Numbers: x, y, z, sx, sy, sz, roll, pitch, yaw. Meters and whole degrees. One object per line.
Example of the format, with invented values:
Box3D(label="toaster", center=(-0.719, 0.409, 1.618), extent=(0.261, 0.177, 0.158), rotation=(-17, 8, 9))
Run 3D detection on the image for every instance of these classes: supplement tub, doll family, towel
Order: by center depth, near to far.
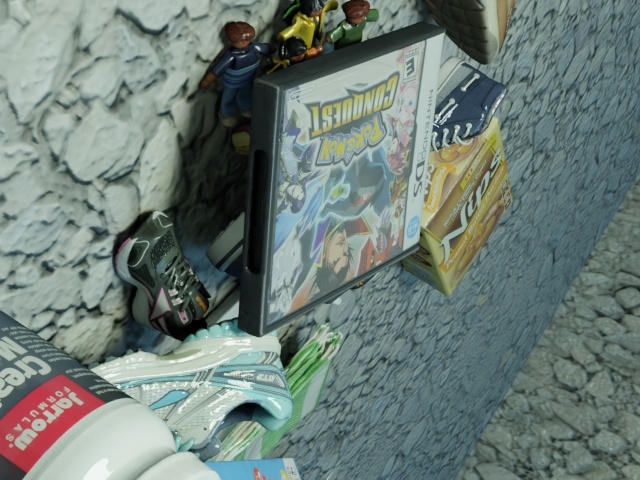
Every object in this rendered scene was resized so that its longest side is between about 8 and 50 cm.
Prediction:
Box3D(label="supplement tub", center=(-0.227, 0.166, 1.030), extent=(0.191, 0.272, 0.191), rotation=(-50, 159, -27))
Box3D(label="doll family", center=(-0.028, -0.177, 1.336), extent=(0.193, 0.076, 0.111), rotation=(-43, 160, -32))
Box3D(label="towel", center=(-0.090, 0.272, 1.848), extent=(0.325, 0.038, 0.248), rotation=(-49, 169, -28))

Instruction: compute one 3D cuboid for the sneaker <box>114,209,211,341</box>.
Box3D(label="sneaker", center=(-0.139, 0.039, 1.368), extent=(0.072, 0.077, 0.178), rotation=(-52, 160, -22))

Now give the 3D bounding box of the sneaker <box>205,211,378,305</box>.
Box3D(label="sneaker", center=(0.000, 0.000, 1.526), extent=(0.126, 0.127, 0.321), rotation=(-43, 172, 25))

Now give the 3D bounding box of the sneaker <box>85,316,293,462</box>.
Box3D(label="sneaker", center=(-0.151, 0.164, 1.325), extent=(0.283, 0.122, 0.110), rotation=(-19, 165, -21))

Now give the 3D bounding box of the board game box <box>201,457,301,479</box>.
Box3D(label="board game box", center=(-0.192, 0.298, 1.349), extent=(0.302, 0.086, 0.308), rotation=(-23, 167, 13))

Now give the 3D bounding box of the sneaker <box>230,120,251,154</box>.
Box3D(label="sneaker", center=(-0.023, -0.134, 1.440), extent=(0.185, 0.069, 0.084), rotation=(-13, 98, -48))

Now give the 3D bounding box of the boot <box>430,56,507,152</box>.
Box3D(label="boot", center=(0.157, -0.143, 1.830), extent=(0.190, 0.086, 0.069), rotation=(-57, 161, -8))

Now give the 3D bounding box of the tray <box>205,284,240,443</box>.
Box3D(label="tray", center=(-0.107, 0.145, 1.680), extent=(0.145, 0.030, 0.270), rotation=(-45, 157, -34))

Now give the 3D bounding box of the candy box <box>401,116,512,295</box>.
Box3D(label="candy box", center=(0.181, -0.057, 2.015), extent=(0.183, 0.087, 0.316), rotation=(-56, 161, -10))

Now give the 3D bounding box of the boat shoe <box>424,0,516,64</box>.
Box3D(label="boat shoe", center=(0.186, -0.310, 1.571), extent=(0.116, 0.123, 0.324), rotation=(-39, 158, -12))

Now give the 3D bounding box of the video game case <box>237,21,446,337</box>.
Box3D(label="video game case", center=(0.024, -0.064, 1.378), extent=(0.275, 0.035, 0.248), rotation=(-27, 130, -49))

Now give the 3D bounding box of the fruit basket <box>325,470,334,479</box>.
Box3D(label="fruit basket", center=(-0.091, 0.505, 2.137), extent=(0.327, 0.165, 0.353), rotation=(-52, 176, -19))
